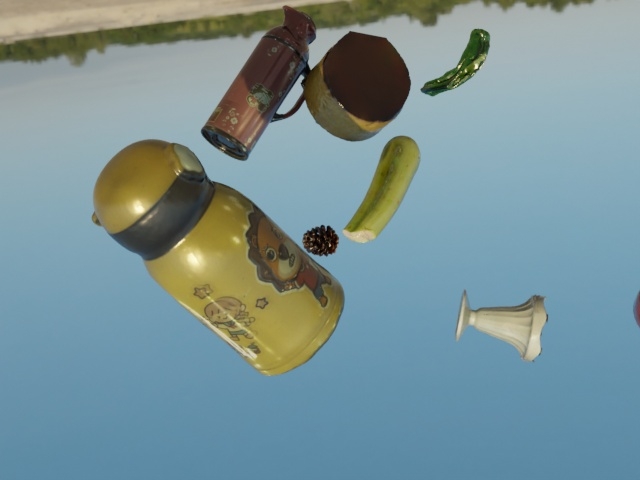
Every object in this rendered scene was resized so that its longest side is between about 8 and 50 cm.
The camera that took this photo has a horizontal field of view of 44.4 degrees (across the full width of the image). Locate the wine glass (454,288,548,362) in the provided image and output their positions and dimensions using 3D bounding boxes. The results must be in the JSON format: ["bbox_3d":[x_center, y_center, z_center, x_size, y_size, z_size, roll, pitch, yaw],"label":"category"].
[{"bbox_3d":[0.423,0.190,1.847,0.197,0.164,0.165,12,-160,8],"label":"wine glass"}]

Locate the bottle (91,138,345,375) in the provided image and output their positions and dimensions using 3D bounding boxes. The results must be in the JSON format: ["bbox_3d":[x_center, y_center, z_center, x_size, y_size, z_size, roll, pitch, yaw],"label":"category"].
[{"bbox_3d":[-0.137,0.016,1.013,0.172,0.351,0.171,-32,-148,23],"label":"bottle"}]

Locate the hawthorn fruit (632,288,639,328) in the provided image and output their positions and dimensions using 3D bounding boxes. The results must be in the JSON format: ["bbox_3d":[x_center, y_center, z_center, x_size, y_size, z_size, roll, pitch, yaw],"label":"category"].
[{"bbox_3d":[0.805,0.173,1.758,0.179,0.179,0.200,-8,-129,-2],"label":"hawthorn fruit"}]

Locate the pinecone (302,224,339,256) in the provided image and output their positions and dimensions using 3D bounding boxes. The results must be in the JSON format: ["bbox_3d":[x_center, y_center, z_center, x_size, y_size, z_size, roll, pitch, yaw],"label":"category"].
[{"bbox_3d":[0.000,0.000,1.779,0.083,0.077,0.077,9,-178,-41],"label":"pinecone"}]

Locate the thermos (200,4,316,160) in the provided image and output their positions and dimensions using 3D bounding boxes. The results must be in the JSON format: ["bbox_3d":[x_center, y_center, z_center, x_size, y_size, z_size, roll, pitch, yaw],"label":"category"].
[{"bbox_3d":[-0.098,-0.320,1.588,0.136,0.330,0.109,29,167,6],"label":"thermos"}]

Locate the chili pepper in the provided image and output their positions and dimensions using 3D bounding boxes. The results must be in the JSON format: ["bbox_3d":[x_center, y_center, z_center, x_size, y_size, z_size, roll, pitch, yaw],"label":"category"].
[{"bbox_3d":[0.283,-0.352,1.605,0.182,0.073,0.050,-42,150,23],"label":"chili pepper"}]

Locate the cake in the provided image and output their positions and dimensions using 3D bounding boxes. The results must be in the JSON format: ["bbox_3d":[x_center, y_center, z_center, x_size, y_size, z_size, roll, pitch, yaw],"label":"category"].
[{"bbox_3d":[0.060,-0.290,1.560,0.207,0.185,0.178,-61,-166,-19],"label":"cake"}]

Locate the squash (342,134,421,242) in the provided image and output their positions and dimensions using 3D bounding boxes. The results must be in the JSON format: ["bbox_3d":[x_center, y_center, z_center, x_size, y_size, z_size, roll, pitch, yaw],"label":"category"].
[{"bbox_3d":[0.130,-0.104,1.574,0.083,0.083,0.250,11,-113,45],"label":"squash"}]
